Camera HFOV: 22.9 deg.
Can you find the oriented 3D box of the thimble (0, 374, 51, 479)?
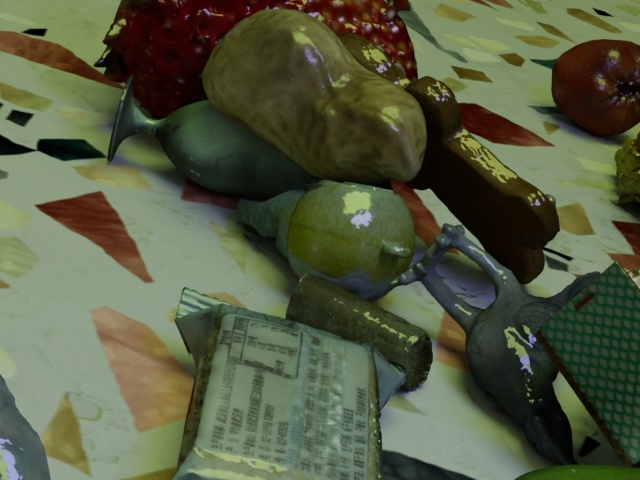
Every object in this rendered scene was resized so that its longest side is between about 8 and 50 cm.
[{"bbox_3d":[-0.234,0.153,0.743,0.157,0.217,0.245,-9,50,-40],"label":"thimble"}]

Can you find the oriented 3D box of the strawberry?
[{"bbox_3d":[-0.045,-0.232,1.667,0.343,0.292,0.292,13,23,-3],"label":"strawberry"}]

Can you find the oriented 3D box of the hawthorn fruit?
[{"bbox_3d":[0.374,-0.207,2.120,0.133,0.133,0.138,5,10,-28],"label":"hawthorn fruit"}]

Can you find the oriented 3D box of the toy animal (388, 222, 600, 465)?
[{"bbox_3d":[0.161,0.068,1.366,0.206,0.081,0.367,38,24,-7],"label":"toy animal"}]

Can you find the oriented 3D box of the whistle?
[{"bbox_3d":[0.000,0.000,1.424,0.123,0.123,0.223,-3,10,-40],"label":"whistle"}]

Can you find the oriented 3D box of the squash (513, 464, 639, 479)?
[{"bbox_3d":[0.258,0.205,1.136,0.292,0.082,0.082,6,25,-26],"label":"squash"}]

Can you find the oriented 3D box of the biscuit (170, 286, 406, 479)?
[{"bbox_3d":[-0.022,0.136,1.098,0.186,0.079,0.309,17,22,-7],"label":"biscuit"}]

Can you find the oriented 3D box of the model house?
[{"bbox_3d":[0.285,0.096,1.214,0.206,0.271,0.178,-16,62,-27],"label":"model house"}]

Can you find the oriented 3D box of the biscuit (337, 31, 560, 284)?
[{"bbox_3d":[0.116,-0.092,1.521,0.301,0.197,0.049,44,70,12],"label":"biscuit"}]

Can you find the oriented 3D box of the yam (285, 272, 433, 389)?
[{"bbox_3d":[0.032,0.074,1.313,0.132,0.054,0.054,27,24,24],"label":"yam"}]

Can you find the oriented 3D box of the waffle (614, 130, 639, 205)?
[{"bbox_3d":[0.497,-0.046,1.903,0.302,0.068,0.325,15,21,-7],"label":"waffle"}]

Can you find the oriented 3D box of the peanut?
[{"bbox_3d":[-0.003,-0.128,1.454,0.253,0.137,0.122,39,72,21],"label":"peanut"}]

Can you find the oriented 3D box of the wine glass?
[{"bbox_3d":[-0.101,-0.095,1.550,0.202,0.093,0.093,15,23,-6],"label":"wine glass"}]

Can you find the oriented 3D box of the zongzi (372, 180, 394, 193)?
[{"bbox_3d":[0.046,-0.043,1.594,0.073,0.067,0.083,5,42,-43],"label":"zongzi"}]
